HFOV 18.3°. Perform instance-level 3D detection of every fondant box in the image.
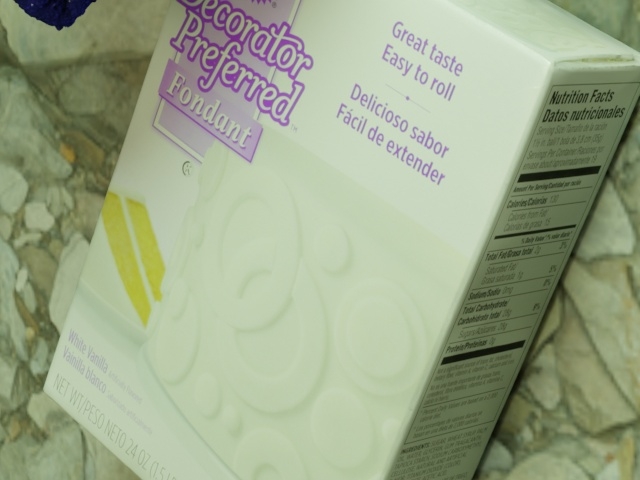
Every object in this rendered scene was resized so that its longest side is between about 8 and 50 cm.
[{"bbox_3d":[0.000,0.000,1.045,0.238,0.096,0.330,36,116,33],"label":"fondant box"}]

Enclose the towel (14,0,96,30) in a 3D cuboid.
[{"bbox_3d":[-0.102,-0.285,0.972,0.227,0.076,0.308,-39,56,39],"label":"towel"}]
